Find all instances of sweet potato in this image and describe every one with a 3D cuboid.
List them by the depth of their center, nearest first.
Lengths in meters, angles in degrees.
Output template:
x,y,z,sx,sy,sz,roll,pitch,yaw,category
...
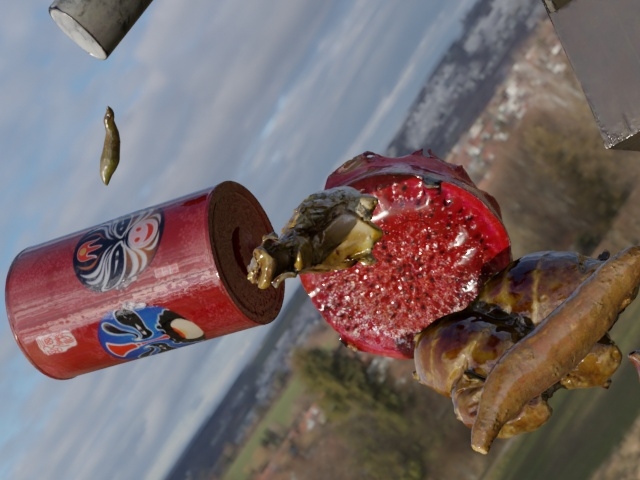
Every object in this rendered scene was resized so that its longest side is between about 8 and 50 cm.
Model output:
x,y,z,sx,sy,sz,roll,pitch,yaw,category
0.267,0.110,1.331,0.314,0.066,0.072,-42,-24,-10,sweet potato
-0.403,-0.182,2.329,0.041,0.038,0.153,-58,-29,-85,sweet potato

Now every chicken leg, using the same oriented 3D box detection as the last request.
x,y,z,sx,sy,sz,roll,pitch,yaw,category
-0.003,0.001,1.188,0.207,0.101,0.085,-32,-59,-61,chicken leg

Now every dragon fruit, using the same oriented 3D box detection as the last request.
x,y,z,sx,sy,sz,roll,pitch,yaw,category
0.146,0.003,2.090,0.249,0.386,0.371,-75,4,-62,dragon fruit

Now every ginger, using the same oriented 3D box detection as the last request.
x,y,z,sx,sy,sz,roll,pitch,yaw,category
0.307,0.140,1.772,0.357,0.152,0.274,-36,23,3,ginger

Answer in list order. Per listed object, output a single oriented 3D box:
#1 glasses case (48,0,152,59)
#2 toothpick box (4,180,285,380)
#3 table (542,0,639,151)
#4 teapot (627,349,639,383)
x,y,z,sx,sy,sz,roll,pitch,yaw,category
-0.283,-0.416,1.827,0.060,0.114,0.299,-8,44,56,glasses case
-0.241,0.059,1.669,0.333,0.204,0.204,-17,18,24,toothpick box
0.374,-0.219,1.306,0.169,0.193,0.172,-30,-15,33,table
0.644,0.199,2.039,0.178,0.252,0.135,157,104,-83,teapot
